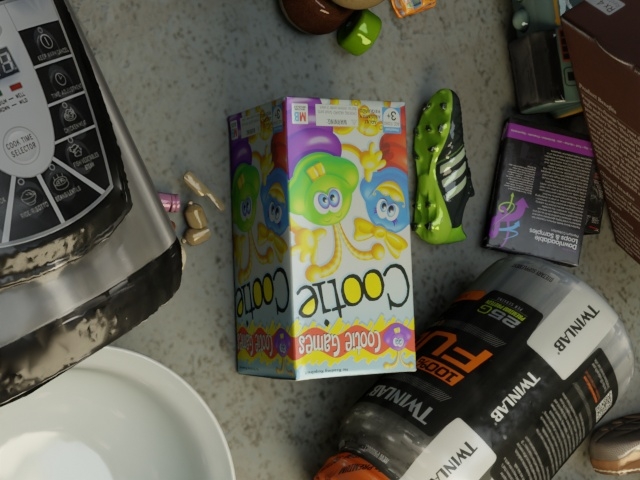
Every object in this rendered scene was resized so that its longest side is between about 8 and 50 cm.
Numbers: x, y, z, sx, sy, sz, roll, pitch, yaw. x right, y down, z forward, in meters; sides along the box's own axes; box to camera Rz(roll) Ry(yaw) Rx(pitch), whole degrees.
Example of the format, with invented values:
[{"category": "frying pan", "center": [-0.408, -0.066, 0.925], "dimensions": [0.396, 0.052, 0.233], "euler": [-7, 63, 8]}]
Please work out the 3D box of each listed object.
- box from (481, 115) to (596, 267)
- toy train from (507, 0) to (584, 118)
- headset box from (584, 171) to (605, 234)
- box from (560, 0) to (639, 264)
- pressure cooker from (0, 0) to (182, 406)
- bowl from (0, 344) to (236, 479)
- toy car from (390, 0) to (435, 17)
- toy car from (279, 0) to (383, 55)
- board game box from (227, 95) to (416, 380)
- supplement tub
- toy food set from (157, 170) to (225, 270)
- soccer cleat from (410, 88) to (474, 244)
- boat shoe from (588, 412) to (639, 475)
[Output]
[{"category": "box", "center": [0.264, -0.057, 1.395], "dimensions": [0.116, 0.029, 0.162], "euler": [13, 80, -6]}, {"category": "toy train", "center": [0.313, -0.299, 1.400], "dimensions": [0.190, 0.142, 0.334], "euler": [-8, 91, -19]}, {"category": "headset box", "center": [0.319, -0.054, 1.442], "dimensions": [0.062, 0.032, 0.083], "euler": [15, 80, -26]}, {"category": "box", "center": [0.407, -0.102, 1.303], "dimensions": [0.143, 0.191, 0.381], "euler": [-34, 135, -4]}, {"category": "pressure cooker", "center": [-0.347, -0.075, 0.903], "dimensions": [0.375, 0.370, 0.420], "euler": [-24, 99, 1]}, {"category": "bowl", "center": [-0.236, 0.243, 1.070], "dimensions": [0.298, 0.134, 0.298], "euler": [3, 84, -25]}, {"category": "toy car", "center": [0.110, -0.318, 1.340], "dimensions": [0.060, 0.040, 0.122], "euler": [-3, 89, -28]}, {"category": "toy car", "center": [0.041, -0.297, 1.218], "dimensions": [0.155, 0.188, 0.149], "euler": [31, 74, -24]}, {"category": "board game box", "center": [0.000, 0.000, 1.207], "dimensions": [0.144, 0.142, 0.275], "euler": [-1, 88, -28]}, {"category": "supplement tub", "center": [0.164, 0.191, 1.248], "dimensions": [0.338, 0.207, 0.207], "euler": [-43, 107, -24]}, {"category": "toy food set", "center": [-0.158, -0.009, 1.195], "dimensions": [0.078, 0.019, 0.122], "euler": [45, 76, -19]}, {"category": "soccer cleat", "center": [0.145, -0.084, 1.342], "dimensions": [0.072, 0.060, 0.179], "euler": [4, 92, -37]}, {"category": "boat shoe", "center": [0.478, 0.274, 1.463], "dimensions": [0.324, 0.123, 0.116], "euler": [-2, 90, -27]}]
